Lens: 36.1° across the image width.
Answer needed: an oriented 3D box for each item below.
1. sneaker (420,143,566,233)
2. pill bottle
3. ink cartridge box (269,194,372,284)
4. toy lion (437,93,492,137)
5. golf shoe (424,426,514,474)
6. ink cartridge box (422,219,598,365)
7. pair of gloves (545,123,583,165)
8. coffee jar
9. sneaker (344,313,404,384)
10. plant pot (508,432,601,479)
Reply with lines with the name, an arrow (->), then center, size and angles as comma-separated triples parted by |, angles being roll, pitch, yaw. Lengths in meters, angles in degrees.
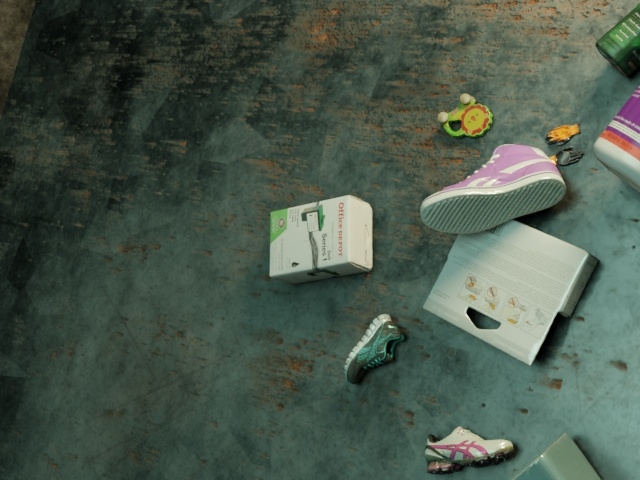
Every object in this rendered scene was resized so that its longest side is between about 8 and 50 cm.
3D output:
sneaker -> 0.326, -0.109, 1.945 | 0.282, 0.102, 0.161 | -12, 41, 0
pill bottle -> 0.647, -0.232, 1.740 | 0.181, 0.181, 0.323 | 44, 103, 36
ink cartridge box -> 0.000, 0.000, 2.191 | 0.219, 0.092, 0.160 | -12, 70, 33
toy lion -> 0.312, -0.255, 2.087 | 0.100, 0.034, 0.096 | -39, 65, 21
golf shoe -> 0.280, 0.395, 1.883 | 0.186, 0.067, 0.086 | -17, 65, 31
ink cartridge box -> 0.366, 0.085, 1.922 | 0.275, 0.060, 0.239 | 28, 94, 38
pair of gloves -> 0.483, -0.189, 1.953 | 0.074, 0.010, 0.083 | -14, 69, 32
coffee jar -> 0.620, -0.405, 1.867 | 0.184, 0.096, 0.079 | -46, 54, 17
sneaker -> 0.113, 0.238, 2.058 | 0.076, 0.065, 0.166 | 37, 100, 33
plant pot -> 0.394, 0.514, 1.665 | 0.247, 0.248, 0.252 | -46, 73, 16
